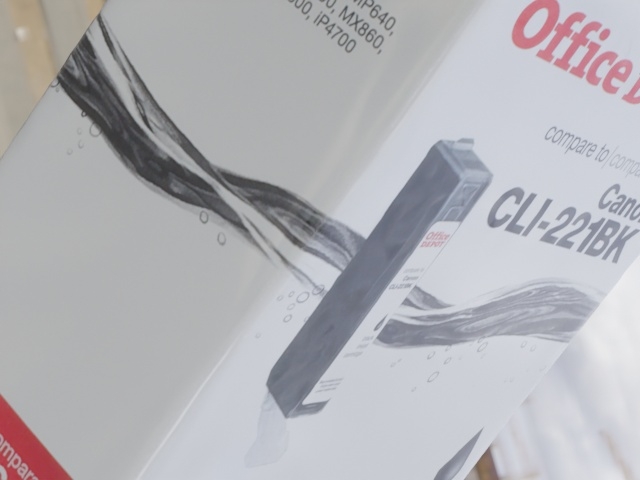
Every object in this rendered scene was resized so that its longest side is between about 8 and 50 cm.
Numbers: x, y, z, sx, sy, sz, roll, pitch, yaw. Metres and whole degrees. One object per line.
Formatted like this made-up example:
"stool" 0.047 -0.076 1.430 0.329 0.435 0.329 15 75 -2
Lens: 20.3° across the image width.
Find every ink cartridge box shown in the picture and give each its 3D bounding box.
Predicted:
"ink cartridge box" 0.000 0.000 0.590 0.114 0.273 0.197 43 16 30
